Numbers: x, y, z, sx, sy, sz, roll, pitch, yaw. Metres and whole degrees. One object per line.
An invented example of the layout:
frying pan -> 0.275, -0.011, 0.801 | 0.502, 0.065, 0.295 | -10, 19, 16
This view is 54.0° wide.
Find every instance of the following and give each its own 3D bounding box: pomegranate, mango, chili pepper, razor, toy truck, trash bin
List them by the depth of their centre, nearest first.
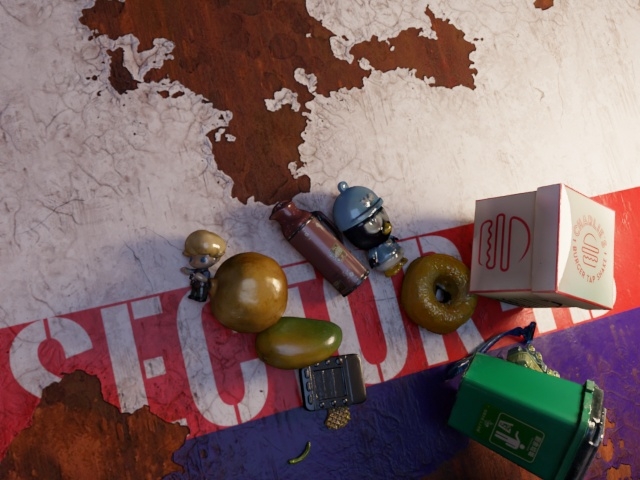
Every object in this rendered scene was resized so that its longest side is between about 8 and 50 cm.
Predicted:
pomegranate -> -0.188, 0.138, 1.687 | 0.233, 0.233, 0.233 | 3, 79, -15
mango -> -0.057, 0.284, 1.749 | 0.251, 0.114, 0.156 | 2, 36, -18
chili pepper -> -0.055, 0.597, 1.750 | 0.083, 0.017, 0.030 | -34, 88, -18
trash bin -> 0.572, 0.473, 1.752 | 0.381, 0.295, 0.259 | 22, 116, 19
toy truck -> 0.641, 0.411, 1.904 | 0.191, 0.085, 0.116 | 46, 42, -13
razor -> 0.519, 0.336, 1.940 | 0.324, 0.093, 0.056 | -24, 47, -14

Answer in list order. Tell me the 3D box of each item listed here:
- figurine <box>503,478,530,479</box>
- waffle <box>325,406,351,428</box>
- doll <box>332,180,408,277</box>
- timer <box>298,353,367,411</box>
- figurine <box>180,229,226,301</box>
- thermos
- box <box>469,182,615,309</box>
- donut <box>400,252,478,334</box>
figurine -> 0.511, 0.760, 1.701 | 0.253, 0.361, 0.210 | -4, 71, -16
waffle -> 0.047, 0.495, 1.798 | 0.078, 0.016, 0.085 | -5, 82, -20
doll -> 0.144, -0.042, 1.859 | 0.314, 0.141, 0.177 | 54, 46, -7
timer -> 0.032, 0.403, 1.793 | 0.188, 0.055, 0.144 | -3, 77, -20
figurine -> -0.332, 0.068, 1.737 | 0.108, 0.114, 0.195 | 15, 86, -36
thermos -> -0.001, 0.002, 1.824 | 0.330, 0.109, 0.136 | 45, 86, -3
box -> 0.654, 0.035, 1.854 | 0.314, 0.300, 0.312 | 16, 74, -37
donut -> 0.362, 0.155, 1.902 | 0.254, 0.118, 0.253 | 8, 63, -16
